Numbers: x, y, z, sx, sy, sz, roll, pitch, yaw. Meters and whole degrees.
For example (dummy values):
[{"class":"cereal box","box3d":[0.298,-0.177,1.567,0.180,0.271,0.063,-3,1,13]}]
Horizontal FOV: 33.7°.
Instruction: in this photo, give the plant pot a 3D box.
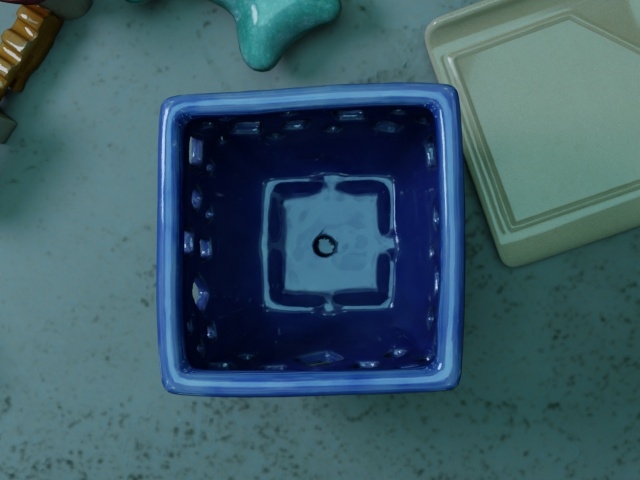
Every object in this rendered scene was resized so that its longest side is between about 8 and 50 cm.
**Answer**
[{"class":"plant pot","box3d":[0.000,0.000,0.891,0.235,0.212,0.236,-1,90,5]}]

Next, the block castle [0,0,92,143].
[{"class":"block castle","box3d":[-0.443,-0.145,0.934,0.303,0.213,0.453,33,93,5]}]

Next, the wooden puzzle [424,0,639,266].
[{"class":"wooden puzzle","box3d":[0.232,-0.119,0.958,0.220,0.044,0.239,-19,92,5]}]

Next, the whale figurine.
[{"class":"whale figurine","box3d":[-0.097,-0.286,0.937,0.216,0.141,0.272,-35,87,4]}]
